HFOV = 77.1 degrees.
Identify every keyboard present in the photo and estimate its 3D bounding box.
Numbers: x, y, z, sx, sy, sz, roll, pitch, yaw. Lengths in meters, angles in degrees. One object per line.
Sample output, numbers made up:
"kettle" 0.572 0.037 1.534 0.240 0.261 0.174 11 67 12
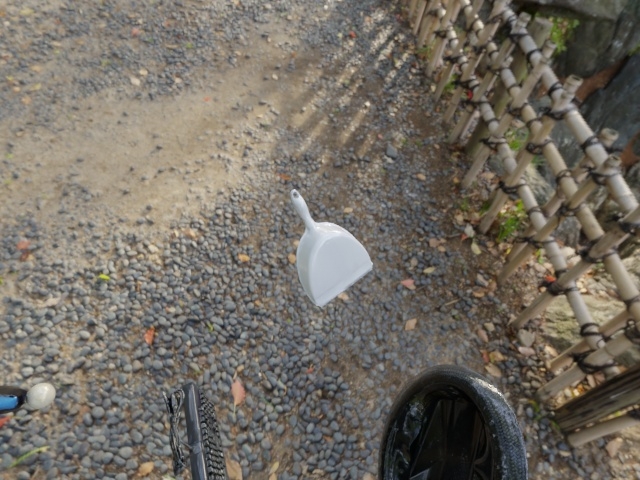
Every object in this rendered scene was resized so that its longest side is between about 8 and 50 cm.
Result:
"keyboard" -0.223 0.396 0.754 0.033 0.201 0.317 -32 38 -4

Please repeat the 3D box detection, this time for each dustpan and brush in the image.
"dustpan and brush" 0.000 0.000 0.753 0.147 0.211 0.060 -34 30 -19

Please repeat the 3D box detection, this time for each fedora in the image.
"fedora" 0.249 0.396 0.702 0.153 0.334 0.333 20 47 -27

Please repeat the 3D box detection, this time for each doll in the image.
"doll" -0.495 0.237 0.581 0.189 0.129 0.046 -4 81 -24
